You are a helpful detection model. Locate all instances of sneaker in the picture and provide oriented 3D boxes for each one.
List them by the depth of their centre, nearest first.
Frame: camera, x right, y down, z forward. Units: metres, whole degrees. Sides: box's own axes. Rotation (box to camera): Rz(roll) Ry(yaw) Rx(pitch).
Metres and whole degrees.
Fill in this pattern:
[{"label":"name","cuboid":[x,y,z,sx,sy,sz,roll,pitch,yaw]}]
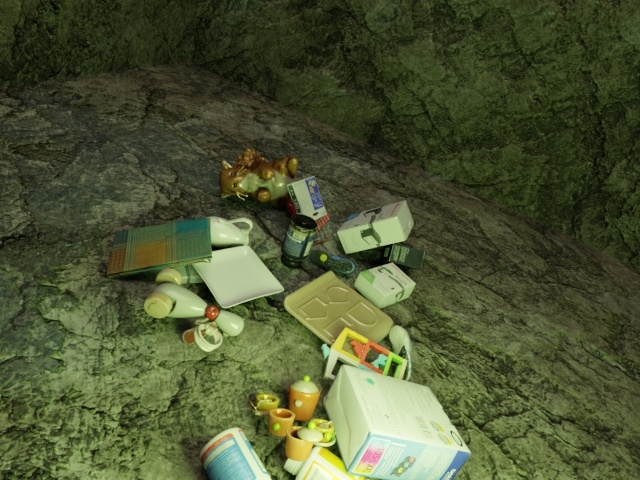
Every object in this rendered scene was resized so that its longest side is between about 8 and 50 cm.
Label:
[{"label":"sneaker","cuboid":[0.307,0.421,1.650,0.086,0.085,0.237,36,33,-25]},{"label":"sneaker","cuboid":[0.054,0.099,2.009,0.209,0.069,0.082,18,-1,13]}]

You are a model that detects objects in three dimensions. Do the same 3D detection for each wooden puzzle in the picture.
[{"label":"wooden puzzle","cuboid":[0.069,0.295,1.709,0.348,0.081,0.322,40,38,20]}]

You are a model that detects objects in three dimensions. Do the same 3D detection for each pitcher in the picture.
[{"label":"pitcher","cuboid":[-0.393,-0.044,1.856,0.207,0.178,0.126,15,40,-10]}]

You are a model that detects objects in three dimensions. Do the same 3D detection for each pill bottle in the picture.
[{"label":"pill bottle","cuboid":[-0.194,0.586,1.088,0.124,0.124,0.221,-11,44,-39]},{"label":"pill bottle","cuboid":[0.015,0.618,1.160,0.215,0.117,0.117,30,34,15]},{"label":"pill bottle","cuboid":[-0.098,0.008,1.900,0.122,0.219,0.123,15,33,-10]}]

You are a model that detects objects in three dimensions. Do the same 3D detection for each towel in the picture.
[{"label":"towel","cuboid":[-0.595,0.021,1.681,0.369,0.040,0.271,-10,39,-8]},{"label":"towel","cuboid":[-0.054,-0.139,2.215,0.199,0.031,0.275,62,33,-12]}]

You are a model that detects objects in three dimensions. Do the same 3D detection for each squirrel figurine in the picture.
[{"label":"squirrel figurine","cuboid":[-0.330,-0.306,2.258,0.370,0.281,0.397,-5,25,-17]}]

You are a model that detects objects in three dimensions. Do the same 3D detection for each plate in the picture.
[{"label":"plate","cuboid":[-0.322,0.138,1.688,0.278,0.045,0.277,-12,48,-43]}]

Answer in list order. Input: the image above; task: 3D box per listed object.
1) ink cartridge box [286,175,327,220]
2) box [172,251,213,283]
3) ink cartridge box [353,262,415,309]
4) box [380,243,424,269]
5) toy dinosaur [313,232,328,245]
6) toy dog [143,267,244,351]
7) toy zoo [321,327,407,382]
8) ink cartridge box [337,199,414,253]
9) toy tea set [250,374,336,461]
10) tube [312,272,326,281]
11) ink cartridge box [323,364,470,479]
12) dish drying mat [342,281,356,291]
[{"label":"ink cartridge box","cuboid":[-0.062,-0.195,2.160,0.206,0.045,0.208,-30,102,-56]},{"label":"box","cuboid":[-0.481,0.103,1.722,0.186,0.038,0.145,1,38,-29]},{"label":"ink cartridge box","cuboid":[0.283,0.195,1.950,0.219,0.093,0.160,-13,46,-40]},{"label":"box","cuboid":[0.386,0.076,2.116,0.158,0.093,0.156,16,-5,-8]},{"label":"toy dinosaur","cuboid":[0.000,0.000,2.153,0.082,0.047,0.090,16,65,-23]},{"label":"toy dog","cuboid":[-0.437,0.248,1.472,0.333,0.161,0.220,41,32,4]},{"label":"toy zoo","cuboid":[0.136,0.422,1.503,0.293,0.030,0.192,29,54,0]},{"label":"ink cartridge box","cuboid":[0.267,-0.065,2.135,0.307,0.129,0.223,-14,19,28]},{"label":"toy tea set","cuboid":[-0.057,0.465,1.224,0.199,0.124,0.336,10,1,-26]},{"label":"tube","cuboid":[-0.031,0.201,1.820,0.080,0.052,0.207,28,38,25]},{"label":"ink cartridge box","cuboid":[0.235,0.537,1.284,0.395,0.151,0.270,19,18,-21]},{"label":"dish drying mat","cuboid":[0.116,0.205,1.923,0.083,0.008,0.032,33,36,19]}]
